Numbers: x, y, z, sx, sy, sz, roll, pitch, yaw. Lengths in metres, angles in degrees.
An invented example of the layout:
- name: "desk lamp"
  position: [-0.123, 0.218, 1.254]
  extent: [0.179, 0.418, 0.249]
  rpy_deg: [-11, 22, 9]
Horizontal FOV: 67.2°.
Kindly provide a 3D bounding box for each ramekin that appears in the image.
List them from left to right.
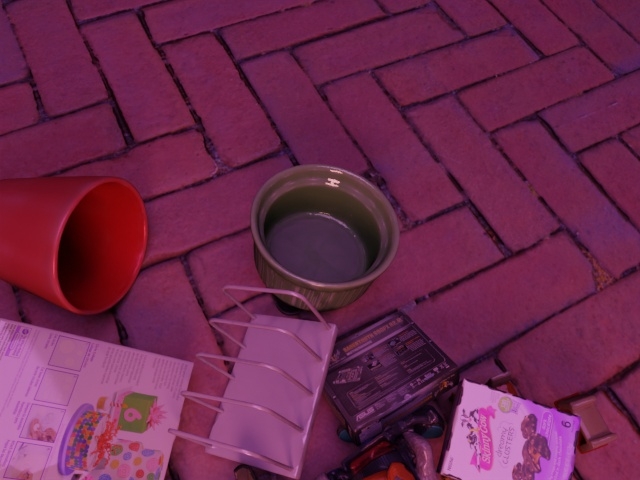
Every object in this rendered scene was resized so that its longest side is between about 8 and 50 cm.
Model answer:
- name: "ramekin"
  position: [0.000, 0.000, 1.013]
  extent: [0.303, 0.148, 0.303]
  rpy_deg: [6, 56, -9]

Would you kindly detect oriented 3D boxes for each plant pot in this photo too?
- name: "plant pot"
  position: [-0.522, -0.009, 0.948]
  extent: [0.243, 0.275, 0.275]
  rpy_deg: [11, 62, 11]

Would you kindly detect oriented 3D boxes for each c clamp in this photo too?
- name: "c clamp"
  position: [-0.049, 0.093, 1.057]
  extent: [0.137, 0.022, 0.161]
  rpy_deg: [-32, 71, -13]

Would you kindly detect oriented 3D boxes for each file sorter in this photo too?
- name: "file sorter"
  position: [-0.116, 0.240, 0.855]
  extent: [0.192, 0.173, 0.278]
  rpy_deg: [2, 60, 26]

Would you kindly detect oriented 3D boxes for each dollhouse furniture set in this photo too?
- name: "dollhouse furniture set"
  position: [0.396, 0.381, 0.904]
  extent: [0.259, 0.135, 0.262]
  rpy_deg: [-20, 65, -2]

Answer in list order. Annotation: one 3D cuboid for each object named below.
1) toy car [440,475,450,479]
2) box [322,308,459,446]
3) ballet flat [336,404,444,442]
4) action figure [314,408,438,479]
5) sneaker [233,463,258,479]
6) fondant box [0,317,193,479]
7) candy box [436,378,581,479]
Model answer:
- name: "toy car"
  position: [0.207, 0.484, 0.863]
  extent: [0.060, 0.040, 0.122]
  rpy_deg: [6, 63, -1]
- name: "box"
  position: [0.117, 0.252, 0.924]
  extent: [0.231, 0.056, 0.183]
  rpy_deg: [-25, 39, -17]
- name: "ballet flat"
  position: [0.131, 0.343, 0.920]
  extent: [0.203, 0.074, 0.074]
  rpy_deg: [-3, 63, 1]
- name: "action figure"
  position: [0.066, 0.427, 0.753]
  extent: [0.341, 0.330, 0.178]
  rpy_deg: [-40, 63, 11]
- name: "sneaker"
  position: [-0.160, 0.555, 0.710]
  extent: [0.182, 0.158, 0.410]
  rpy_deg: [6, 66, -12]
- name: "fondant box"
  position: [-0.412, 0.293, 0.820]
  extent: [0.330, 0.096, 0.238]
  rpy_deg: [19, 61, -18]
- name: "candy box"
  position: [0.314, 0.347, 0.815]
  extent: [0.196, 0.070, 0.165]
  rpy_deg: [16, 70, 13]
